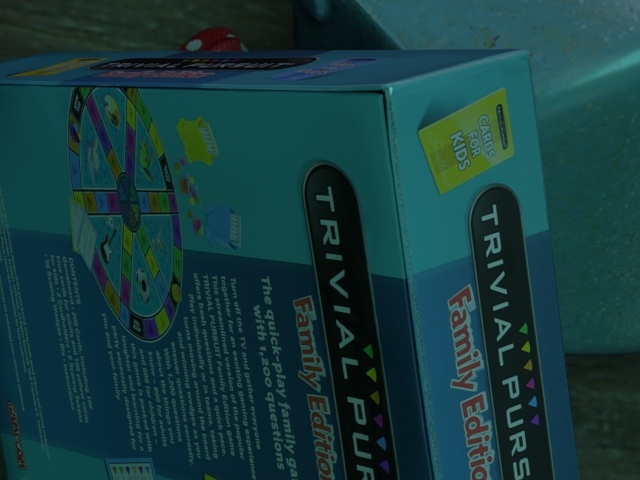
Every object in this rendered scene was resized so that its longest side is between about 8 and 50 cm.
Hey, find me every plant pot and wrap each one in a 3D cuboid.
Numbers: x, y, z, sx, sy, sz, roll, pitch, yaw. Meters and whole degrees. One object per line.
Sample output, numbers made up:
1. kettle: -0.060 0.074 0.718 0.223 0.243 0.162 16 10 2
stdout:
1. plant pot: 0.127 -0.089 0.922 0.252 0.248 0.247 -26 53 -21

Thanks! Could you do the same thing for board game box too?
1. board game box: -0.036 0.046 0.870 0.079 0.336 0.254 -18 105 -38

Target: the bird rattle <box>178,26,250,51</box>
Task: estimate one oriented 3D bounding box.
1. bird rattle: 0.000 0.000 1.046 0.207 0.143 0.253 -15 74 -25
